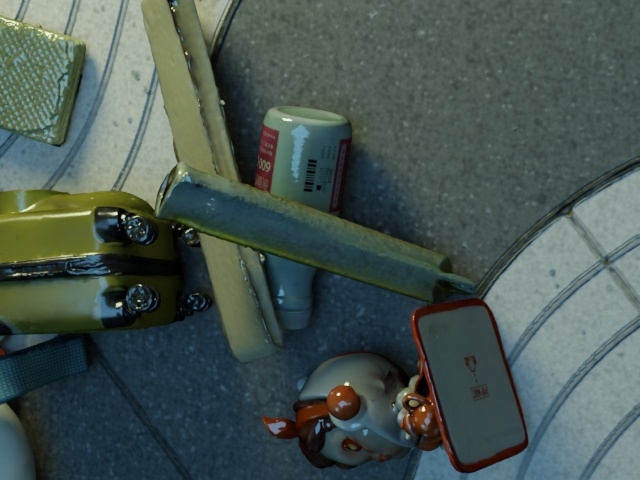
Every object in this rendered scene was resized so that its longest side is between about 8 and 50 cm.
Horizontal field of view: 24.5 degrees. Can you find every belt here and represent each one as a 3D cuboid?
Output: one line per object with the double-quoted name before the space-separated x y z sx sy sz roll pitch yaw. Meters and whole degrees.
"belt" -0.316 0.137 1.538 0.100 0.179 0.065 -13 91 30

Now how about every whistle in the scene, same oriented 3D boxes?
"whistle" 0.000 0.001 1.413 0.326 0.068 0.057 19 86 -18

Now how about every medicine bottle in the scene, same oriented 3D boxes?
"medicine bottle" -0.027 -0.022 1.484 0.090 0.090 0.216 13 104 13

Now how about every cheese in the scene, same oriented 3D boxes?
"cheese" -0.112 -0.073 1.486 0.085 0.034 0.400 -29 73 58

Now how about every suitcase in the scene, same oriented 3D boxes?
"suitcase" -0.249 0.023 1.497 0.235 0.194 0.143 -4 87 15

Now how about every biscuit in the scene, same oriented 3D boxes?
"biscuit" -0.355 -0.184 1.581 0.199 0.040 0.121 18 98 13

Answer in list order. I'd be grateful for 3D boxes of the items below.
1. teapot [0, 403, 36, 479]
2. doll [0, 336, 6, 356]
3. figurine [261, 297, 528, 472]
"teapot" -0.414 0.272 1.590 0.208 0.166 0.299 9 88 2
"doll" -0.359 0.117 1.616 0.058 0.040 0.085 36 104 19
"figurine" 0.054 0.165 1.453 0.226 0.183 0.160 -19 82 28
